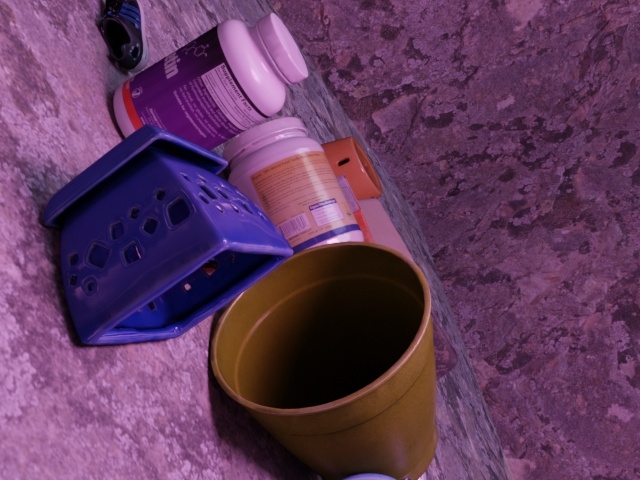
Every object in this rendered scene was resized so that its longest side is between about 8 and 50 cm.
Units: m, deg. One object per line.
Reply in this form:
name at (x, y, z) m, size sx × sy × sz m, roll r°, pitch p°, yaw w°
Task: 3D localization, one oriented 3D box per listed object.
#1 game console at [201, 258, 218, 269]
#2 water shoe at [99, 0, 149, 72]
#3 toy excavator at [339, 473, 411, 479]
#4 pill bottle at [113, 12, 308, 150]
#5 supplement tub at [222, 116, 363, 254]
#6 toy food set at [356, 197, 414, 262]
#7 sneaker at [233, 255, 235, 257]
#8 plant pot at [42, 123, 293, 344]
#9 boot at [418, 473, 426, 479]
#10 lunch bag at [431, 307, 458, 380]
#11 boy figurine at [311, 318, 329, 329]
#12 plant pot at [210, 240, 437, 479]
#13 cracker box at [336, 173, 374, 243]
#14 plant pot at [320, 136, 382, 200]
game console at (-0.191, 0.002, 1.339) m, size 0.144 × 0.124 × 0.085 m, roll -29°, pitch 118°, yaw -75°
water shoe at (-0.383, -0.421, 1.433) m, size 0.080 × 0.073 × 0.203 m, roll 27°, pitch 38°, yaw -63°
toy excavator at (0.135, 0.584, 1.238) m, size 0.445 × 0.222 × 0.433 m, roll 30°, pitch 36°, yaw -79°
pill bottle at (-0.191, -0.266, 1.320) m, size 0.181 × 0.323 × 0.181 m, roll 56°, pitch 15°, yaw -25°
supplement tub at (-0.065, -0.084, 1.624) m, size 0.316 × 0.228 × 0.228 m, roll 66°, pitch 15°, yaw 9°
toy food set at (0.101, 0.011, 2.054) m, size 0.306 × 0.219 × 0.092 m, roll 63°, pitch -31°, yaw 33°
sneaker at (-0.171, -0.017, 1.215) m, size 0.234 × 0.097 × 0.084 m, roll 146°, pitch -43°, yaw -81°
plant pot at (-0.212, -0.010, 1.006) m, size 0.212 × 0.236 × 0.236 m, roll 59°, pitch 13°, yaw 14°
boot at (0.146, 0.466, 1.696) m, size 0.123 × 0.095 × 0.258 m, roll 35°, pitch 22°, yaw -50°
lunch bag at (0.221, 0.241, 2.119) m, size 0.305 × 0.212 × 0.256 m, roll 55°, pitch -1°, yaw -30°
boy figurine at (-0.024, 0.147, 1.549) m, size 0.285 × 0.092 × 0.177 m, roll 96°, pitch 9°, yaw -79°
plant pot at (0.050, 0.252, 1.288) m, size 0.366 × 0.366 × 0.353 m, roll -98°, pitch 167°, yaw -52°
cracker box at (0.075, -0.050, 1.873) m, size 0.232 × 0.067 × 0.156 m, roll -108°, pitch 175°, yaw -62°
plant pot at (0.055, -0.182, 2.267) m, size 0.291 × 0.203 × 0.291 m, roll 57°, pitch 15°, yaw -24°
